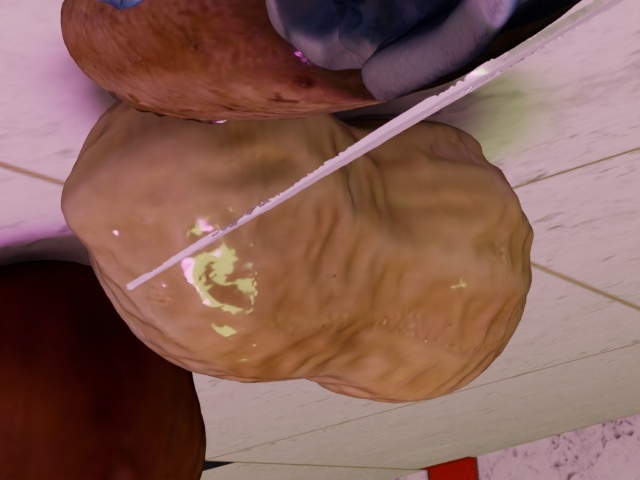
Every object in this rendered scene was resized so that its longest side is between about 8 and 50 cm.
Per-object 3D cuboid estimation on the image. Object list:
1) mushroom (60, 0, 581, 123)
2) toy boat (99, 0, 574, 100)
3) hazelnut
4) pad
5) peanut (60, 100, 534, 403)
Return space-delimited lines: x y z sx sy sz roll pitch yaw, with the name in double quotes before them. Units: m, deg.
"mushroom" 0.011 -0.081 0.542 0.210 0.072 0.094 -15 179 7
"toy boat" 0.009 -0.102 0.346 0.142 0.129 0.309 -24 171 -9
"hazelnut" -0.167 0.122 0.924 0.229 0.229 0.229 -11 166 -3
"pad" 0.058 -0.054 0.471 0.156 0.004 0.232 -29 -177 46
"peanut" 0.000 0.000 0.748 0.149 0.149 0.313 -21 159 31
